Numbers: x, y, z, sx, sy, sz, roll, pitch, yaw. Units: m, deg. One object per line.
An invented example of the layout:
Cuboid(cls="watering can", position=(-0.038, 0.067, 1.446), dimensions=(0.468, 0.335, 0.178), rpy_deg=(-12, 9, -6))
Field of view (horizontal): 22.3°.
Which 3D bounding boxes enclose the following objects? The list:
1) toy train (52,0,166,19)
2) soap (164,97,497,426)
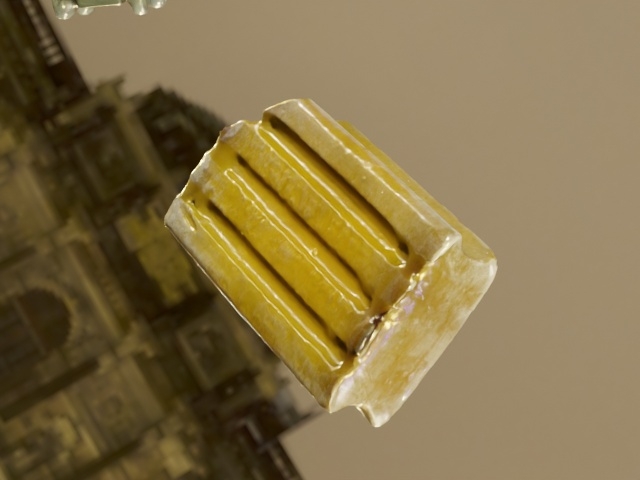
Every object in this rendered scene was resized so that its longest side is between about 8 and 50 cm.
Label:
Cuboid(cls="toy train", position=(-0.197, -0.270, 1.491), dimensions=(0.219, 0.089, 0.127), rpy_deg=(-71, 155, -78))
Cuboid(cls="soap", position=(0.000, 0.000, 1.086), dimensions=(0.073, 0.140, 0.232), rpy_deg=(28, 13, -45))
